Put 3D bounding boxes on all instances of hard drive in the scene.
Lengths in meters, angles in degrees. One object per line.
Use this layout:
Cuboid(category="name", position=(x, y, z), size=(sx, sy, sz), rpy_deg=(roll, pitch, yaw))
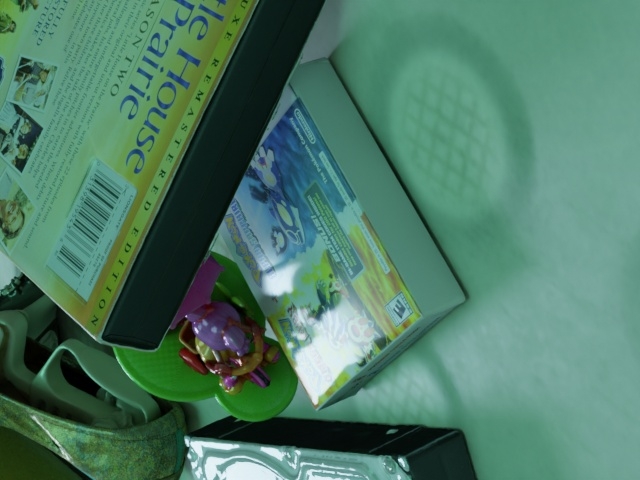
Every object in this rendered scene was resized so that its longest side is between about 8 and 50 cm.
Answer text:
Cuboid(category="hard drive", position=(0.019, 0.264, 1.156), size=(0.339, 0.064, 0.237), rpy_deg=(-6, 102, 56))

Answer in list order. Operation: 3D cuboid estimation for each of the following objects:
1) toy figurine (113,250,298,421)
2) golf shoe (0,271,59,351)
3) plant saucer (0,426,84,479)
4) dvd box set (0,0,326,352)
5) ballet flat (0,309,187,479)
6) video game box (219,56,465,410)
Cuboid(category="toy figurine", position=(-0.093, 0.066, 1.110), size=(0.173, 0.130, 0.159), rpy_deg=(40, 170, 8))
Cuboid(category="golf shoe", position=(-0.314, 0.105, 1.550), size=(0.120, 0.105, 0.273), rpy_deg=(43, 145, -1))
Cuboid(category="plant saucer", position=(-0.367, 0.246, 1.594), size=(0.333, 0.081, 0.333), rpy_deg=(12, 148, 53))
Cuboid(category="dvd box set", position=(-0.193, -0.144, 1.112), size=(0.420, 0.062, 0.307), rpy_deg=(34, 102, 43))
Cuboid(category="ballet flat", position=(-0.281, 0.133, 1.399), size=(0.348, 0.123, 0.123), rpy_deg=(25, 132, 14))
Cuboid(category="video game box", position=(0.000, 0.000, 1.055), size=(0.205, 0.048, 0.187), rpy_deg=(61, 148, 14))
